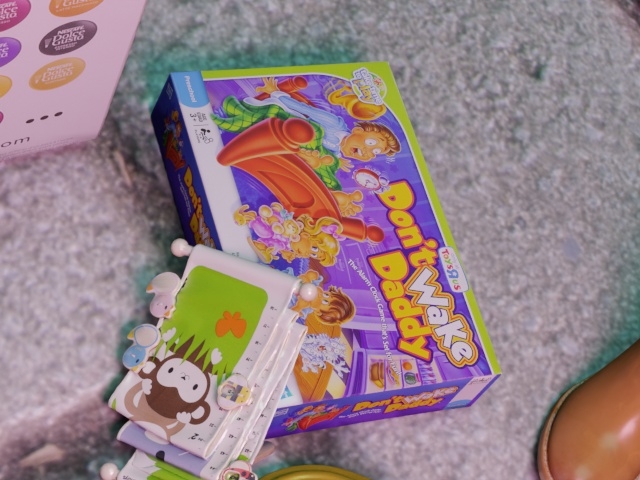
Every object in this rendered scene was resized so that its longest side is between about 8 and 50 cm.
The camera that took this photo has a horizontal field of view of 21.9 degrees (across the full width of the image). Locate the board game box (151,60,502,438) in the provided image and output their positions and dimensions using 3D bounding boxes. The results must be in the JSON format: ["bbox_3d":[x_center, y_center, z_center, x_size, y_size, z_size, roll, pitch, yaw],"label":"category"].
[{"bbox_3d":[0.000,0.000,1.544,0.233,0.078,0.347,-6,63,-25],"label":"board game box"}]

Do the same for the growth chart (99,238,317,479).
[{"bbox_3d":[-0.099,0.116,1.404,0.172,0.021,0.237,9,69,23],"label":"growth chart"}]

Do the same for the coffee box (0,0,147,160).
[{"bbox_3d":[-0.368,-0.267,1.373,0.338,0.334,0.338,-16,71,-25],"label":"coffee box"}]

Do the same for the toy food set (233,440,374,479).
[{"bbox_3d":[0.000,0.253,1.383,0.218,0.071,0.128,19,33,27],"label":"toy food set"}]

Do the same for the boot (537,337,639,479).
[{"bbox_3d":[0.330,0.120,1.519,0.283,0.220,0.109,-33,77,-34],"label":"boot"}]
